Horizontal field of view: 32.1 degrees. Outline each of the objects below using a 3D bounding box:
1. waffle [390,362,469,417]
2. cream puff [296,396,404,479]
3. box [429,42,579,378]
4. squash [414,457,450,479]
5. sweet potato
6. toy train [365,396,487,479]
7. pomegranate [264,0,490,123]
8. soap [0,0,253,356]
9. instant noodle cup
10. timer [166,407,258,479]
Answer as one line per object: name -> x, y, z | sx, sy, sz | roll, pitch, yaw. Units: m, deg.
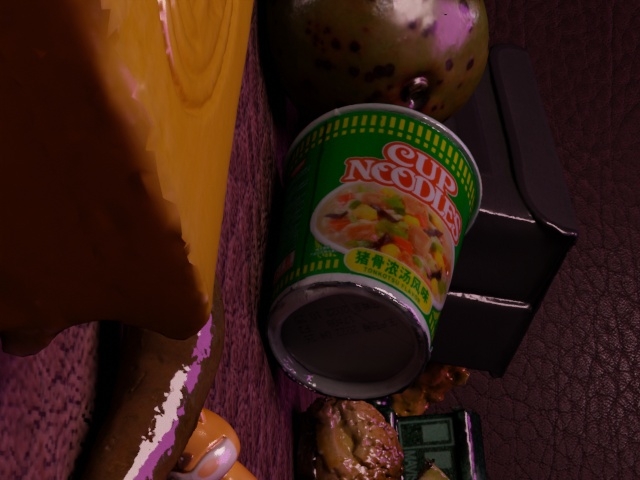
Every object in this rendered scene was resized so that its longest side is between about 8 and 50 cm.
waffle -> 0.139, 0.158, 1.502 | 0.057, 0.219, 0.229 | 47, 17, -9
cream puff -> 0.029, 0.214, 1.084 | 0.119, 0.104, 0.133 | 20, 69, -73
box -> 0.141, -0.053, 1.337 | 0.345, 0.205, 0.251 | -93, -164, -46
squash -> 0.079, 0.313, 1.072 | 0.192, 0.085, 0.184 | -51, 169, -13
sweet potato -> -0.082, 0.071, 0.553 | 0.069, 0.059, 0.249 | 33, 46, -37
toy train -> 0.103, 0.327, 1.242 | 0.138, 0.178, 0.330 | 63, 22, -70
pomegranate -> 0.029, -0.217, 1.158 | 0.231, 0.286, 0.230 | -18, 118, -36
soap -> -0.094, -0.133, 0.473 | 0.324, 0.096, 0.204 | -88, 169, -44
instant noodle cup -> 0.042, 0.021, 1.036 | 0.232, 0.207, 0.207 | -76, 160, -49
timer -> -0.048, 0.155, 0.606 | 0.152, 0.132, 0.132 | 60, 14, -11
